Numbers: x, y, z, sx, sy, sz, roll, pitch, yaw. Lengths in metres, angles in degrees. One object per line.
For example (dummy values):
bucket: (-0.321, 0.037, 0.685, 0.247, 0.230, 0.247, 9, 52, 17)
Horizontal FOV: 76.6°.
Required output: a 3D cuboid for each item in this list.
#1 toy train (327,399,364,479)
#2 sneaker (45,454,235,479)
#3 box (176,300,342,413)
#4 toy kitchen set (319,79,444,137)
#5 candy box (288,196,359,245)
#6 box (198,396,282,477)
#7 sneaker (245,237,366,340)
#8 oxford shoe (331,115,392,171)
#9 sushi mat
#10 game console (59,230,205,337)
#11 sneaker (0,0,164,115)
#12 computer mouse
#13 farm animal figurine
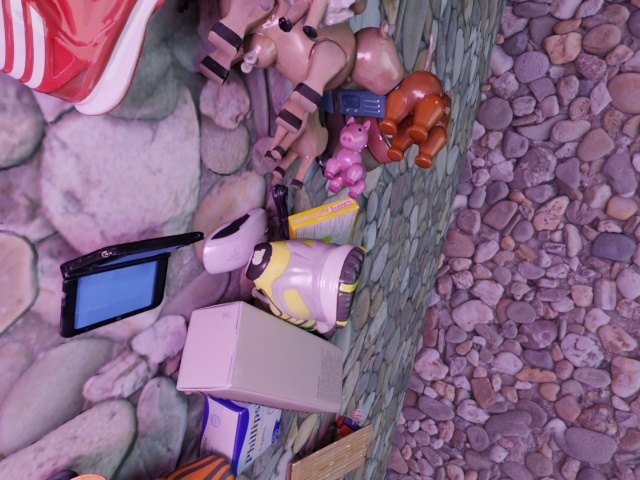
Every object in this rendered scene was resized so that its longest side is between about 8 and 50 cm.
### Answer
toy train: (0.066, 0.610, 1.237, 0.143, 0.105, 0.248, -27, 129, -41)
sneaker: (-0.210, 0.320, 0.458, 0.321, 0.125, 0.180, -22, 125, -59)
box: (-0.070, 0.188, 0.606, 0.275, 0.094, 0.113, 41, 45, -47)
toy kitchen set: (0.068, -0.261, 0.600, 0.122, 0.207, 0.166, -54, 148, -38)
candy box: (0.000, 0.000, 0.680, 0.105, 0.027, 0.206, -21, 159, -12)
box: (-0.127, 0.299, 0.679, 0.137, 0.072, 0.126, -12, 114, -62)
sneaker: (-0.024, 0.072, 0.658, 0.384, 0.147, 0.145, 99, 8, -70)
oxford shoe: (0.096, -0.229, 0.821, 0.123, 0.130, 0.348, 57, 28, -15)
sushi mat: (0.027, 0.615, 1.117, 0.317, 0.019, 0.151, -1, 107, -44)
game console: (-0.187, 0.042, 0.415, 0.122, 0.107, 0.071, -18, 91, -61)
sneaker: (-0.174, -0.211, 0.277, 0.128, 0.087, 0.221, 12, 92, -66)
computer mouse: (-0.095, -0.007, 0.603, 0.193, 0.042, 0.106, -43, 142, -48)
farm animal figurine: (0.002, -0.206, 0.497, 0.327, 0.330, 0.172, 36, 71, -33)
